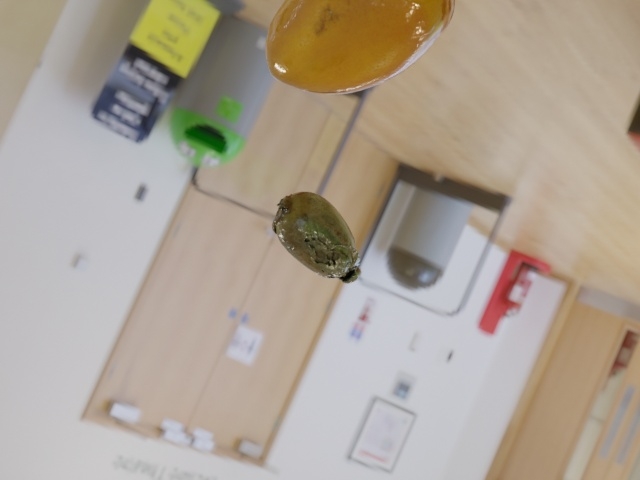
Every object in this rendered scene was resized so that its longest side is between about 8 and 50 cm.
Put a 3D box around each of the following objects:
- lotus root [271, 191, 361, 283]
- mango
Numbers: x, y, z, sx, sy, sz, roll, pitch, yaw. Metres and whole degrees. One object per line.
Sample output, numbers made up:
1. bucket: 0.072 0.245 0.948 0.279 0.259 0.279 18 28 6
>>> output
1. lotus root: 0.002 0.000 1.507 0.165 0.088 0.088 47 165 -29
2. mango: 0.037 -0.224 1.160 0.145 0.219 0.112 50 -156 -10
